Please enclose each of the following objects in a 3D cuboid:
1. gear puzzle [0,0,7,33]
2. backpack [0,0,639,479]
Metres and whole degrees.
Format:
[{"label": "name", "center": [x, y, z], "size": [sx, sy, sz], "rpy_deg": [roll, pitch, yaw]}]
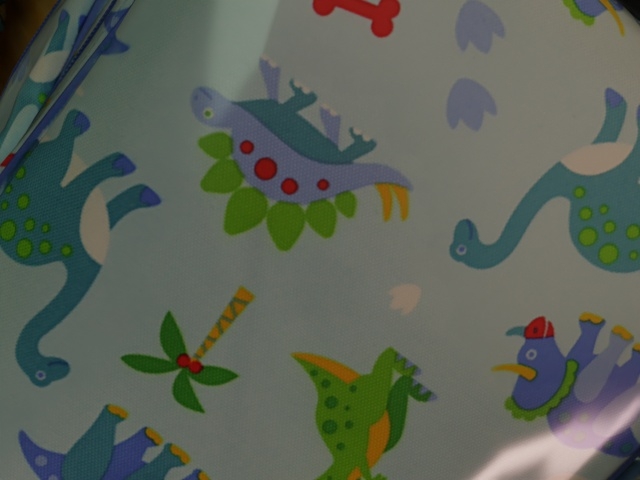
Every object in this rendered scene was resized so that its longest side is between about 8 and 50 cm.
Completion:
[{"label": "gear puzzle", "center": [-0.309, -0.150, 0.607], "size": [0.338, 0.044, 0.176], "rpy_deg": [1, 65, 8]}, {"label": "backpack", "center": [0.000, 0.000, 0.422], "size": [0.290, 0.273, 0.355], "rpy_deg": [40, 113, -16]}]
